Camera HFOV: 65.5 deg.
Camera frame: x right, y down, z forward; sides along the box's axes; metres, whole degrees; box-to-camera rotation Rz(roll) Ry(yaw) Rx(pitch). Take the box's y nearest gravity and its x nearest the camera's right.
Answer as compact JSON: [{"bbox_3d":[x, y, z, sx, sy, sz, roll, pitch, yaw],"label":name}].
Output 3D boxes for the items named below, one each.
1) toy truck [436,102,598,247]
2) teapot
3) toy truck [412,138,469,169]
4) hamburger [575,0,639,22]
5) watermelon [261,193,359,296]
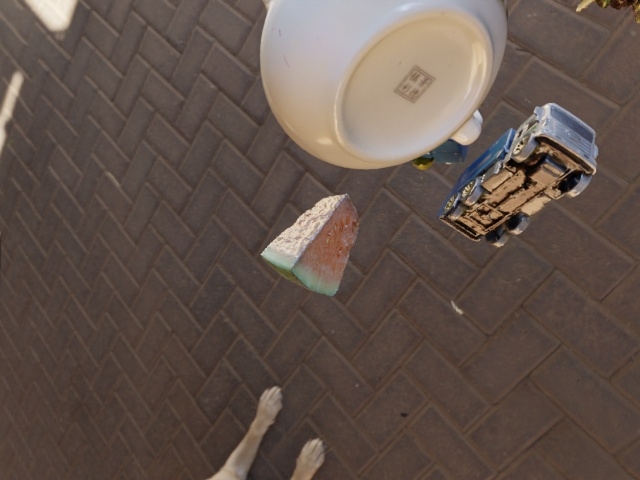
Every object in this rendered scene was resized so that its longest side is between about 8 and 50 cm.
[{"bbox_3d":[0.384,-0.118,1.021,0.146,0.175,0.367,32,148,-6],"label":"toy truck"},{"bbox_3d":[0.056,-0.154,0.422,0.204,0.298,0.139,-44,48,21],"label":"teapot"},{"bbox_3d":[0.171,-0.289,1.210,0.384,0.161,0.162,13,79,24],"label":"toy truck"},{"bbox_3d":[0.420,-0.351,0.546,0.138,0.262,0.243,38,154,7],"label":"hamburger"},{"bbox_3d":[0.000,0.000,1.251,0.139,0.193,0.257,24,76,36],"label":"watermelon"}]
